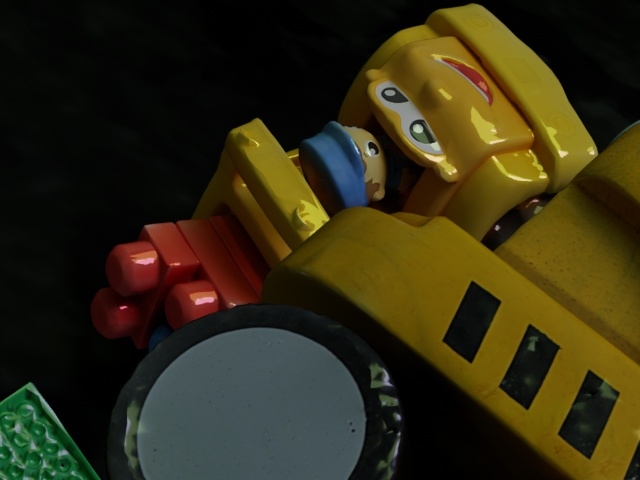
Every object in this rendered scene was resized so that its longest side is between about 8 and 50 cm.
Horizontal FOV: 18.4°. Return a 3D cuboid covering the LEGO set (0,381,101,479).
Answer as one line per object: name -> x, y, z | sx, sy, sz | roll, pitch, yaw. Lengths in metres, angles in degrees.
LEGO set -> -0.114, 0.212, 0.562 | 0.331, 0.192, 0.255 | 47, 61, -1

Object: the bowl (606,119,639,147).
bowl -> 0.259, 0.028, 1.141 | 0.311, 0.163, 0.311 | 10, 30, -6

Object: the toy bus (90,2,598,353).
toy bus -> 0.000, 0.000, 0.980 | 0.211, 0.220, 0.149 | -4, 46, -35

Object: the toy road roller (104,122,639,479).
toy road roller -> 0.105, 0.111, 0.651 | 0.240, 0.202, 0.329 | -42, 62, -18
